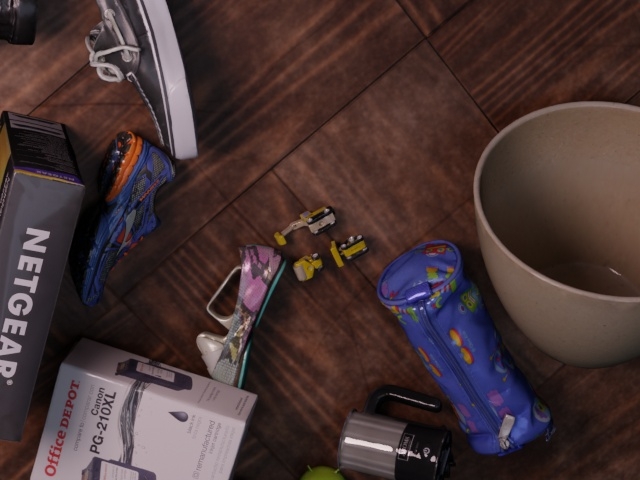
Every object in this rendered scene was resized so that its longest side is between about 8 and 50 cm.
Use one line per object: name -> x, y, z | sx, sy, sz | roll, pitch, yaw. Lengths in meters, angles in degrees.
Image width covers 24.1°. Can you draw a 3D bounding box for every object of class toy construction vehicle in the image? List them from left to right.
toy construction vehicle -> 0.000, 0.000, 1.890 | 0.098, 0.035, 0.086 | -30, 123, -3

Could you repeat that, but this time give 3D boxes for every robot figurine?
robot figurine -> 0.002, 0.352, 2.001 | 0.101, 0.067, 0.115 | 2, 110, -3

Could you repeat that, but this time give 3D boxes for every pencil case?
pencil case -> 0.189, 0.149, 1.942 | 0.119, 0.133, 0.306 | -26, 115, 14

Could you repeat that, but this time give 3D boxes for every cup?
cup -> 0.345, 0.022, 1.865 | 0.331, 0.331, 0.237 | -11, 140, -11

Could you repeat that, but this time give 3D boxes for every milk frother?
milk frother -> 0.108, 0.276, 1.992 | 0.135, 0.129, 0.143 | 12, 143, 16

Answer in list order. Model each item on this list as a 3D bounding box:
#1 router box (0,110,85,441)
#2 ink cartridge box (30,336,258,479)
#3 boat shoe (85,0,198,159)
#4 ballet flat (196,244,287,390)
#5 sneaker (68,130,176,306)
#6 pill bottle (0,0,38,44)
router box -> -0.350, 0.035, 1.691 | 0.081, 0.243, 0.308 | 12, 106, -19
ink cartridge box -> -0.217, 0.243, 1.838 | 0.237, 0.100, 0.172 | 18, 107, 3
boat shoe -> -0.216, -0.231, 1.700 | 0.105, 0.113, 0.306 | -16, 111, -2
ballet flat -> -0.109, 0.107, 1.883 | 0.079, 0.077, 0.221 | 18, 100, -2
sneaker -> -0.236, -0.017, 1.793 | 0.087, 0.083, 0.221 | 17, 107, -26
pill bottle -> -0.421, -0.264, 1.624 | 0.219, 0.123, 0.122 | 2, 109, -16
